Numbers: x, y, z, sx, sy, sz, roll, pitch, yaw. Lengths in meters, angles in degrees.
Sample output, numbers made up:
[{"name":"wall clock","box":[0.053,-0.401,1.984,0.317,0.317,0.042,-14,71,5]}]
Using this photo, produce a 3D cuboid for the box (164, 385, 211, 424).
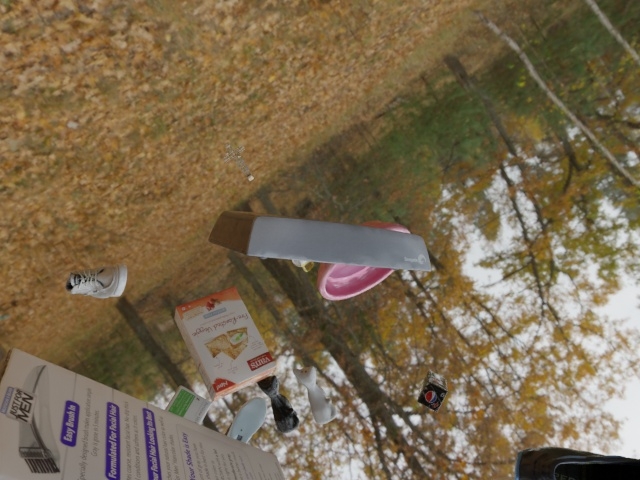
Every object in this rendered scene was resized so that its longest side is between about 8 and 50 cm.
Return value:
[{"name":"box","box":[-0.319,0.410,1.229,0.102,0.087,0.101,-56,-175,49]}]

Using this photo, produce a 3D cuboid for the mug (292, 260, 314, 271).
[{"name":"mug","box":[-0.045,0.049,1.545,0.064,0.078,0.062,-47,-174,-35]}]

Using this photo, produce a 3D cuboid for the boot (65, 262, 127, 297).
[{"name":"boot","box":[-0.654,0.120,1.540,0.124,0.095,0.258,8,159,-36]}]

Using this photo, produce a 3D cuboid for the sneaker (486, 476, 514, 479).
[{"name":"sneaker","box":[0.300,0.443,0.801,0.296,0.104,0.147,-41,179,42]}]

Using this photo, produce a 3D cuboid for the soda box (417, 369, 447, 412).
[{"name":"soda box","box":[0.280,0.374,1.335,0.060,0.053,0.169,-63,166,2]}]

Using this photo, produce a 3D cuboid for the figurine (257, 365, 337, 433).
[{"name":"figurine","box":[-0.077,0.497,1.710,0.215,0.209,0.092,-19,-159,14]}]

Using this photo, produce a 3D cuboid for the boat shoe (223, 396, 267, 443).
[{"name":"boat shoe","box":[-0.193,0.449,1.272,0.183,0.065,0.083,-60,-169,-9]}]

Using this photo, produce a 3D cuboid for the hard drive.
[{"name":"hard drive","box":[0.000,0.000,0.697,0.255,0.054,0.172,6,-177,-28]}]

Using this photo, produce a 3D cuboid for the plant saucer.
[{"name":"plant saucer","box":[0.125,0.053,1.653,0.332,0.084,0.332,-25,149,-16]}]

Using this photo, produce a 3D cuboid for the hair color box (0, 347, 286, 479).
[{"name":"hair color box","box":[-0.178,0.253,0.522,0.110,0.339,0.185,-53,-154,2]}]

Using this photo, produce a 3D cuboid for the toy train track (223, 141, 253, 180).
[{"name":"toy train track","box":[-0.156,-0.150,1.017,0.048,0.083,0.014,-34,-171,10]}]

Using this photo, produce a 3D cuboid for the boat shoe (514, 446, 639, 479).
[{"name":"boat shoe","box":[0.355,0.298,0.601,0.259,0.108,0.089,7,159,-4]}]

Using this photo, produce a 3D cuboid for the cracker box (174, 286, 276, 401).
[{"name":"cracker box","box":[-0.228,0.240,1.268,0.156,0.232,0.067,-19,155,-30]}]
